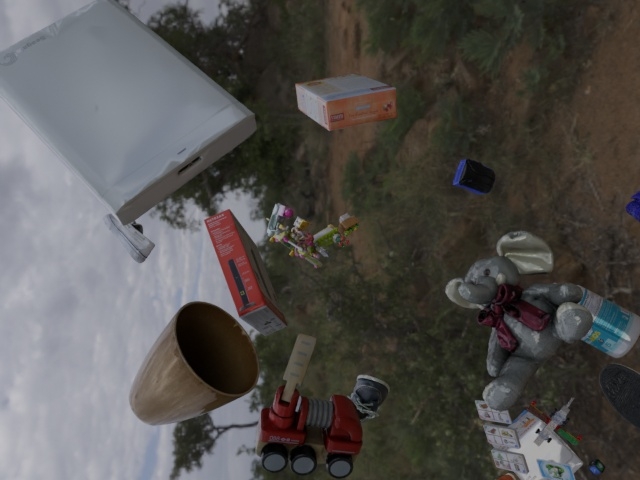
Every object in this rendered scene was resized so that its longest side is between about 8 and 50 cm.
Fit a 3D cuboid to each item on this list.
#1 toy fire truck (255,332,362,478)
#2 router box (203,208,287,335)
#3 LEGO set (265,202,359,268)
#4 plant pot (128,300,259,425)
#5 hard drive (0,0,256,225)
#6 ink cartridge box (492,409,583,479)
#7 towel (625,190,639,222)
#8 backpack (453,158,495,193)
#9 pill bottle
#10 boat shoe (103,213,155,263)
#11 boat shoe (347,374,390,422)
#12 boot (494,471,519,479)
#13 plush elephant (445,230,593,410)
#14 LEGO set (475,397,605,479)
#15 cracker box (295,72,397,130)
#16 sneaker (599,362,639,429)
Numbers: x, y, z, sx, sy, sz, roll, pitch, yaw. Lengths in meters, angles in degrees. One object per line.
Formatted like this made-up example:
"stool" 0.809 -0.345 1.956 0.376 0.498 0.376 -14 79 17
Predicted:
"toy fire truck" -0.014 0.348 1.153 0.158 0.216 0.247 -105 27 -67
"router box" -0.213 0.106 1.599 0.335 0.082 0.301 71 176 -71
"LEGO set" 0.000 0.000 1.288 0.107 0.287 0.132 32 108 43
"plant pot" -0.308 0.306 1.225 0.254 0.237 0.237 -41 31 22
"hard drive" -0.258 -0.179 0.684 0.307 0.203 0.040 42 159 20
"ink cartridge box" 0.667 0.661 1.692 0.168 0.171 0.233 46 180 14
"towel" 0.852 -0.093 1.253 0.308 0.227 0.076 -27 -77 -67
"backpack" 0.507 -0.208 1.782 0.101 0.120 0.098 -127 56 -84
"pill bottle" 0.815 0.232 1.652 0.146 0.264 0.146 -53 -17 -25
"boat shoe" -0.544 -0.020 1.564 0.226 0.076 0.083 41 169 31
"boat shoe" 0.119 0.422 1.435 0.254 0.095 0.079 104 -167 -61
"boot" 0.541 0.774 1.601 0.059 0.084 0.158 -4 88 60
"plush elephant" 0.400 0.135 1.154 0.330 0.255 0.272 -25 -29 -55
"LEGO set" 0.472 0.423 1.162 0.244 0.060 0.183 -9 105 48
"cracker box" 0.051 -0.311 1.198 0.232 0.155 0.067 -127 27 -60
"sneaker" 0.818 0.394 1.302 0.295 0.178 0.124 43 113 23
